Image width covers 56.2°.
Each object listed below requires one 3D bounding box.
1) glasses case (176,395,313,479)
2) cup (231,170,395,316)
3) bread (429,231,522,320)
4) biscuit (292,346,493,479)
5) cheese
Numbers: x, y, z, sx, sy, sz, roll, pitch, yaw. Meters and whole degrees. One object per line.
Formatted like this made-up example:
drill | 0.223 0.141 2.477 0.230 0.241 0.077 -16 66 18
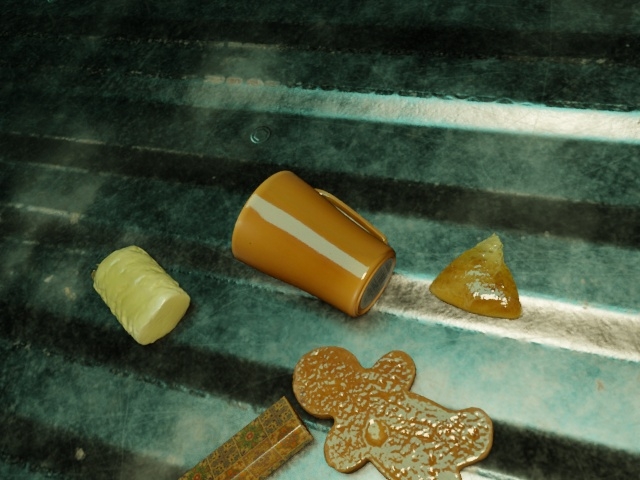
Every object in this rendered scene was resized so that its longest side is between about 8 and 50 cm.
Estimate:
glasses case | -0.118 0.342 0.921 0.218 0.049 0.075 -37 34 -7
cup | 0.000 0.000 1.037 0.264 0.182 0.226 32 42 20
bread | 0.246 0.065 0.985 0.136 0.054 0.154 -14 56 11
biscuit | 0.095 0.269 0.912 0.324 0.049 0.205 24 69 25
cheese | -0.330 0.095 1.095 0.123 0.094 0.167 -43 60 -13
